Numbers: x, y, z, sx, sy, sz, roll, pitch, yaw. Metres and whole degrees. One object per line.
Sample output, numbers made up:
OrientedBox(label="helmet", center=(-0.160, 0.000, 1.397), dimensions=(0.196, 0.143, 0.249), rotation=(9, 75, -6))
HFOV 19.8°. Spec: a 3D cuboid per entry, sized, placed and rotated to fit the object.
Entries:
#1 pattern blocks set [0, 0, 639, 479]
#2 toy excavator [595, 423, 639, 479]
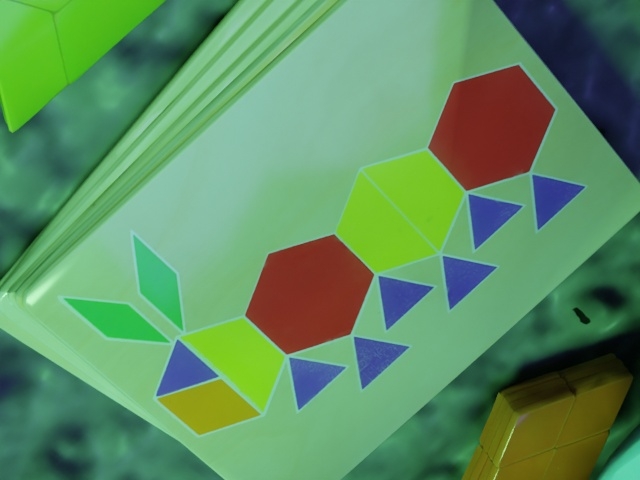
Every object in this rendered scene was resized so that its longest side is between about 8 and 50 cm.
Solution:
OrientedBox(label="pattern blocks set", center=(0.000, 0.000, 0.587), dimensions=(0.325, 0.026, 0.285), rotation=(-35, 123, -1))
OrientedBox(label="toy excavator", center=(0.292, 0.196, 0.697), dimensions=(0.433, 0.445, 0.222), rotation=(46, 114, 3))
